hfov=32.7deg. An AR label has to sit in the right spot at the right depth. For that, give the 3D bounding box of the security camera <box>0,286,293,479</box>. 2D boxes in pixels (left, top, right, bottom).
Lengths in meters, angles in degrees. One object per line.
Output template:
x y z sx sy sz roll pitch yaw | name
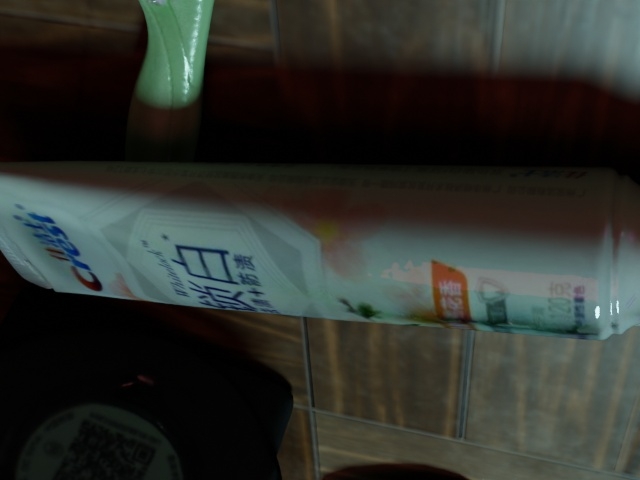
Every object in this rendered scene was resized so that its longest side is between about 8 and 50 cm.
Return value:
-0.144 0.188 0.624 0.197 0.191 0.277 22 141 -4 | security camera

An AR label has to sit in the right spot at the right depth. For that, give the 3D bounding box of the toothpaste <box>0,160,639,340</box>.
0.000 0.000 0.440 0.323 0.066 0.100 2 148 19 | toothpaste

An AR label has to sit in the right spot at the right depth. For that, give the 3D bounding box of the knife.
-0.055 -0.091 0.400 0.043 0.020 0.293 22 140 1 | knife
